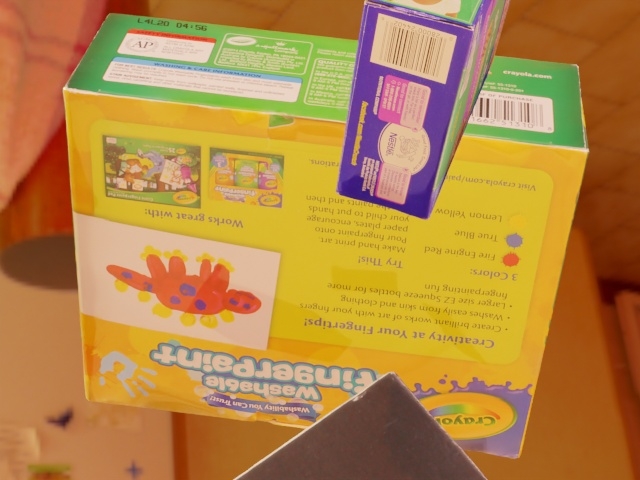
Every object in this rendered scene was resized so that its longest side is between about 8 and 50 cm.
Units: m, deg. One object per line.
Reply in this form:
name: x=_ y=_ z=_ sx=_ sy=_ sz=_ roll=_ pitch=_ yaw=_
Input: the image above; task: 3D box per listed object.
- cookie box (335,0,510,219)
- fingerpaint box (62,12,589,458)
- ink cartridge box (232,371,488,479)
cookie box: x=0.045 y=-0.077 z=0.467 sx=0.040 sy=0.107 sz=0.092 roll=18 pitch=137 yaw=8
fingerpaint box: x=0.000 y=0.000 z=1.192 sx=0.445 sy=0.163 sz=0.371 roll=6 pitch=126 yaw=4
ink cartridge box: x=0.008 y=0.182 z=0.472 sx=0.208 sy=0.206 sz=0.045 roll=-35 pitch=148 yaw=-13
